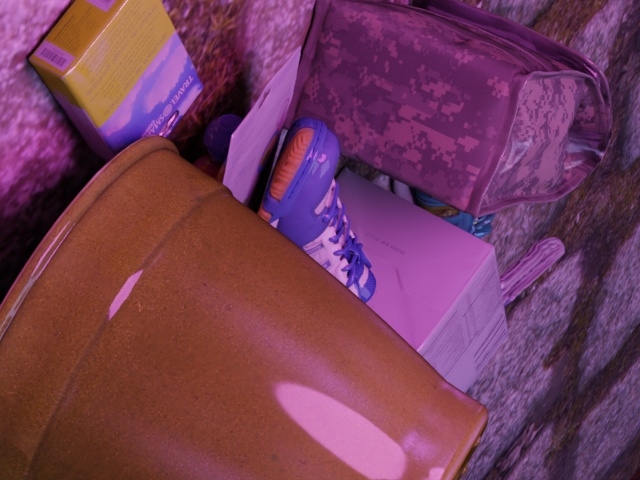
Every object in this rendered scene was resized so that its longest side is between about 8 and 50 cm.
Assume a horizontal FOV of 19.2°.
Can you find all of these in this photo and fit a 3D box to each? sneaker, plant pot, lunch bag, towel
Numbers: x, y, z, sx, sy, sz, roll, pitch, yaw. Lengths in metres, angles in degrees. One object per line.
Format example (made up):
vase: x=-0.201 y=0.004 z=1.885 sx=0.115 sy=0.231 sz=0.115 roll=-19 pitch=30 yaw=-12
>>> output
sneaker: x=0.151 y=-0.052 z=2.153 sx=0.107 sy=0.110 sz=0.275 roll=-46 pitch=152 yaw=-31
plant pot: x=-0.067 y=0.157 z=1.540 sx=0.366 sy=0.353 sz=0.366 roll=-58 pitch=170 yaw=-16
sneaker: x=0.000 y=0.000 z=1.825 sx=0.296 sy=0.131 sz=0.112 roll=105 pitch=5 yaw=-51
lunch bag: x=0.141 y=-0.142 z=1.872 sx=0.287 sy=0.235 sz=0.169 roll=-10 pitch=123 yaw=-60
towel: x=0.155 y=0.100 z=2.258 sx=0.285 sy=0.034 sz=0.209 roll=-39 pitch=177 yaw=33

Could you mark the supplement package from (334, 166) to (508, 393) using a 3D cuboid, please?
supplement package: x=0.076 y=0.066 z=2.027 sx=0.149 sy=0.194 sz=0.203 roll=-52 pitch=154 yaw=-19

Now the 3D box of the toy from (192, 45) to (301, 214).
toy: x=-0.085 y=-0.063 z=1.726 sx=0.237 sy=0.056 sz=0.137 roll=101 pitch=16 yaw=-48

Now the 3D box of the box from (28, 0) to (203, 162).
box: x=-0.159 y=-0.135 z=1.518 sx=0.109 sy=0.042 sz=0.178 roll=-54 pitch=157 yaw=-14
